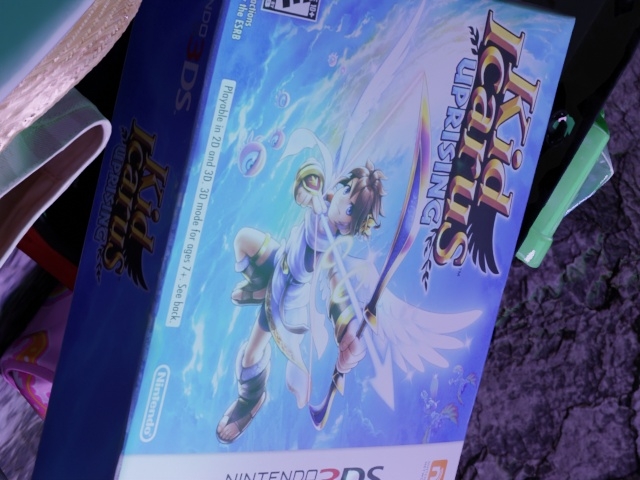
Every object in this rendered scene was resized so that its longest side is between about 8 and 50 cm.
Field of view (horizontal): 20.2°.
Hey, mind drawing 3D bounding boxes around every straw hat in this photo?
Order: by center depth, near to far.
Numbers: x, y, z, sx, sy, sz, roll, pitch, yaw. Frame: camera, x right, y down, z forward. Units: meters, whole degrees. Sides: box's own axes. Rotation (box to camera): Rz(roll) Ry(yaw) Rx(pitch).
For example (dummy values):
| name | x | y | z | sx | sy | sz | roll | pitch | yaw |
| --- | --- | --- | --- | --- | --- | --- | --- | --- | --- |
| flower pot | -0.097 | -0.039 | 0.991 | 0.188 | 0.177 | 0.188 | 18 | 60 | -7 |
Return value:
| name | x | y | z | sx | sy | sz | roll | pitch | yaw |
| --- | --- | --- | --- | --- | --- | --- | --- | --- | --- |
| straw hat | -0.131 | -0.071 | 0.609 | 0.144 | 0.061 | 0.144 | -40 | 173 | -6 |

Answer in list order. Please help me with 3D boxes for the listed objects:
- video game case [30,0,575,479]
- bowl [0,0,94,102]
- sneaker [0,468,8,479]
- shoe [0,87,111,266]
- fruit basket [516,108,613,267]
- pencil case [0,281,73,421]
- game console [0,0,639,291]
| name | x | y | z | sx | sy | sz | roll | pitch | yaw |
| --- | --- | --- | --- | --- | --- | --- | --- | --- | --- |
| video game case | 0.000 | 0.000 | 0.855 | 0.244 | 0.061 | 0.269 | 4 | 102 | -49 |
| bowl | -0.098 | -0.152 | 0.233 | 0.311 | 0.163 | 0.311 | -56 | 169 | -16 |
| sneaker | -0.224 | 0.145 | 0.699 | 0.222 | 0.083 | 0.118 | -40 | 162 | -15 |
| shoe | -0.164 | 0.011 | 0.701 | 0.219 | 0.058 | 0.076 | -53 | 169 | -26 |
| fruit basket | 0.071 | -0.014 | 1.381 | 0.353 | 0.165 | 0.327 | -54 | -170 | 19 |
| pencil case | -0.055 | 0.002 | 1.020 | 0.284 | 0.124 | 0.124 | -52 | 168 | -23 |
| game console | 0.028 | -0.094 | 0.935 | 0.386 | 0.060 | 0.342 | -59 | 137 | -12 |
